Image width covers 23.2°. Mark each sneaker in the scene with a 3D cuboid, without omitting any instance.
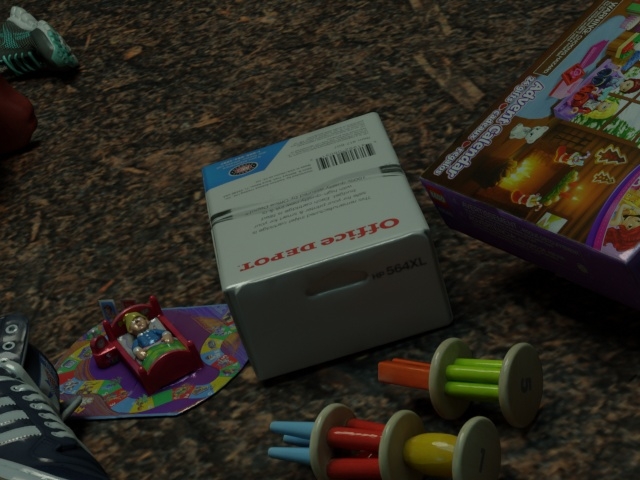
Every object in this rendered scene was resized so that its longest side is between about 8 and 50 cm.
[{"bbox_3d":[-0.325,-0.205,1.732,0.076,0.065,0.166,-45,31,-10],"label":"sneaker"},{"bbox_3d":[-0.183,0.132,1.021,0.282,0.099,0.153,3,41,39],"label":"sneaker"}]

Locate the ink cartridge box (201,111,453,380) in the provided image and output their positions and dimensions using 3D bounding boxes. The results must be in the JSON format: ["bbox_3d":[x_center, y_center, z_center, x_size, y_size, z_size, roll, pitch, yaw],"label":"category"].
[{"bbox_3d":[0.000,0.000,1.149,0.148,0.086,0.203,-17,30,1],"label":"ink cartridge box"}]

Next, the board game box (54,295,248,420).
[{"bbox_3d":[-0.131,0.077,1.154,0.169,0.033,0.133,-6,32,24],"label":"board game box"}]

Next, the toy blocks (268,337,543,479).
[{"bbox_3d":[0.049,0.107,0.974,0.148,0.054,0.123,2,36,34],"label":"toy blocks"}]

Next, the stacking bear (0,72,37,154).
[{"bbox_3d":[-0.378,-0.066,1.429,0.164,0.175,0.289,-12,38,9],"label":"stacking bear"}]

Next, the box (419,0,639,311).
[{"bbox_3d":[0.233,-0.097,1.038,0.293,0.057,0.201,-45,38,-15],"label":"box"}]
